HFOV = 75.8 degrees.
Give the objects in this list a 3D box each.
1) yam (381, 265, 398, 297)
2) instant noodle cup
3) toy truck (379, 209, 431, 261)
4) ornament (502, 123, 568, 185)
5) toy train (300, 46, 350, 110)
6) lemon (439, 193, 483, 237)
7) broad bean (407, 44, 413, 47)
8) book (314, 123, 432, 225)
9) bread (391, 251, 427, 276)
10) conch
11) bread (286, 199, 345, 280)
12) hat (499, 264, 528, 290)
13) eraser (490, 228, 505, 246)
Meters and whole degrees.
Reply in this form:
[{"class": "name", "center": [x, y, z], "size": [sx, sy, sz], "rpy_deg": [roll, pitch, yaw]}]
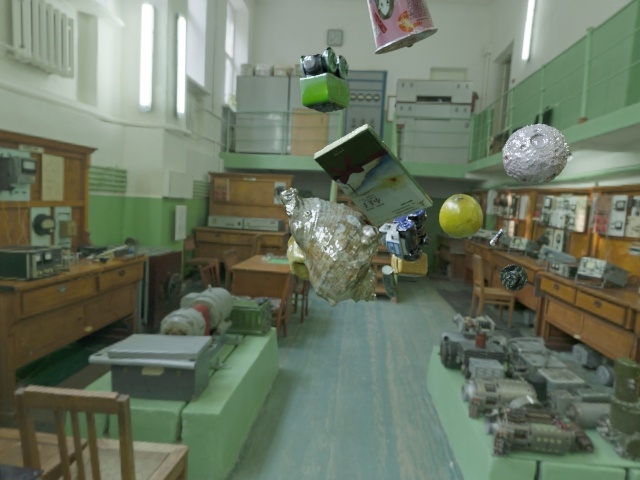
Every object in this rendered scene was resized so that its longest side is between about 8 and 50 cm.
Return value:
[{"class": "yam", "center": [0.300, 0.180, 1.778], "size": [0.061, 0.061, 0.274], "rpy_deg": [5, -24, 17]}, {"class": "instant noodle cup", "center": [0.286, -0.846, 1.518], "size": [0.243, 0.231, 0.243], "rpy_deg": [-18, 15, 5]}, {"class": "toy truck", "center": [0.320, -0.033, 1.599], "size": [0.177, 0.161, 0.213], "rpy_deg": [10, 42, 36]}, {"class": "ornament", "center": [0.908, -0.367, 1.741], "size": [0.260, 0.259, 0.225], "rpy_deg": [5, -15, 22]}, {"class": "toy train", "center": [0.027, -0.714, 1.863], "size": [0.174, 0.248, 0.307], "rpy_deg": [-3, 8, 26]}, {"class": "lemon", "center": [0.800, -0.152, 2.351], "size": [0.241, 0.219, 0.240], "rpy_deg": [-15, 32, 10]}, {"class": "broad bean", "center": [0.367, -0.920, 1.790], "size": [0.053, 0.256, 0.052], "rpy_deg": [-17, -35, 10]}, {"class": "book", "center": [0.140, -0.163, 1.098], "size": [0.202, 0.026, 0.289], "rpy_deg": [-21, -55, 44]}, {"class": "bread", "center": [0.419, 0.109, 1.924], "size": [0.201, 0.115, 0.077], "rpy_deg": [8, -17, -36]}, {"class": "conch", "center": [0.049, 0.000, 1.070], "size": [0.210, 0.351, 0.297], "rpy_deg": [-22, -8, 1]}, {"class": "bread", "center": [0.006, -0.003, 1.428], "size": [0.239, 0.252, 0.196], "rpy_deg": [-11, 55, -50]}, {"class": "hat", "center": [0.792, 0.158, 1.697], "size": [0.121, 0.121, 0.050], "rpy_deg": [7, 23, 36]}, {"class": "eraser", "center": [0.883, -0.014, 2.047], "size": [0.027, 0.099, 0.019], "rpy_deg": [40, 3, -14]}]
